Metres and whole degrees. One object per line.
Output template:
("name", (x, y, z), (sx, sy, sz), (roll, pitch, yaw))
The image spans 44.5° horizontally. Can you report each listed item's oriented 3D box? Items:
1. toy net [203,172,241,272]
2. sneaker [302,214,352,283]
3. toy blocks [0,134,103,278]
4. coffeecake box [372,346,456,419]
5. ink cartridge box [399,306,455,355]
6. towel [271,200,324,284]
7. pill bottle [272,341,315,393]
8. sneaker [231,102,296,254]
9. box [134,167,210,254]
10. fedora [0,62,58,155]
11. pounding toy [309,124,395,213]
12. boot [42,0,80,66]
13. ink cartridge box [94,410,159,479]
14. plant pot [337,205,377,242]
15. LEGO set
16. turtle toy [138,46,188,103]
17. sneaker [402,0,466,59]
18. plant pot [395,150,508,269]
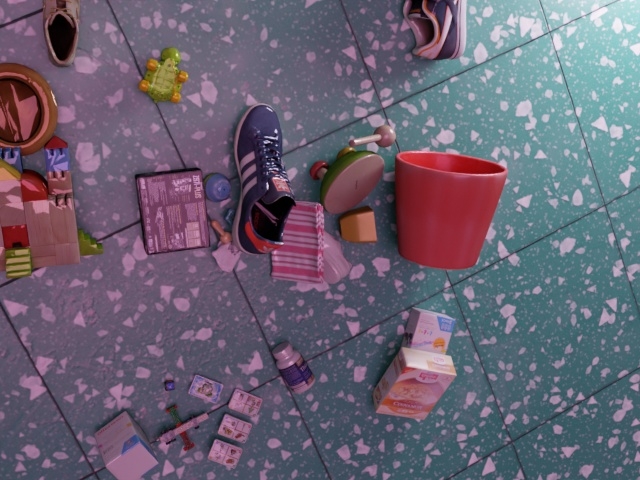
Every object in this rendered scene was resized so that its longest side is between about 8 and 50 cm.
("toy net", (-0.213, -0.043, 1.845), (0.122, 0.045, 0.232), (-8, 105, -36))
("sneaker", (0.000, 0.000, 1.905), (0.094, 0.080, 0.212), (-34, 93, -44))
("toy blocks", (-0.655, -0.074, 1.603), (0.382, 0.191, 0.260), (-7, 109, -16))
("coffeecake box", (0.235, 0.365, 1.985), (0.143, 0.068, 0.185), (13, 127, -18))
("ink cartridge box", (0.269, 0.275, 2.028), (0.104, 0.061, 0.181), (14, 95, -18))
("towel", (-0.060, 0.004, 1.855), (0.029, 0.144, 0.196), (-16, 108, -58))
("pill bottle", (-0.068, 0.312, 1.929), (0.067, 0.067, 0.120), (-33, 107, -9))
("sneaker", (-0.114, -0.140, 1.774), (0.131, 0.148, 0.349), (0, 90, -34))
("box", (-0.336, -0.068, 1.781), (0.148, 0.077, 0.180), (-9, 101, -15))
("fedora", (-0.648, -0.274, 1.652), (0.195, 0.079, 0.194), (-2, 97, -16))
("pounding toy", (0.059, -0.185, 1.860), (0.183, 0.110, 0.236), (-17, 144, -43))
("boot", (-0.534, -0.467, 1.610), (0.077, 0.165, 0.213), (-1, 101, -18))
("ink cartridge box", (-0.451, 0.475, 1.808), (0.092, 0.143, 0.089), (-35, 124, -9))
("plant pot", (0.088, -0.035, 1.917), (0.083, 0.081, 0.081), (-9, 101, -5))
("LEGO set", (-0.287, 0.428, 1.906), (0.244, 0.060, 0.182), (25, 79, -20))
("turtle toy", (-0.345, -0.366, 1.736), (0.095, 0.066, 0.130), (20, 92, -19))
("sneaker", (0.272, -0.591, 1.857), (0.128, 0.126, 0.320), (-9, 103, -21))
("plant pot", (0.300, -0.073, 1.891), (0.275, 0.275, 0.243), (1, 107, -17))
